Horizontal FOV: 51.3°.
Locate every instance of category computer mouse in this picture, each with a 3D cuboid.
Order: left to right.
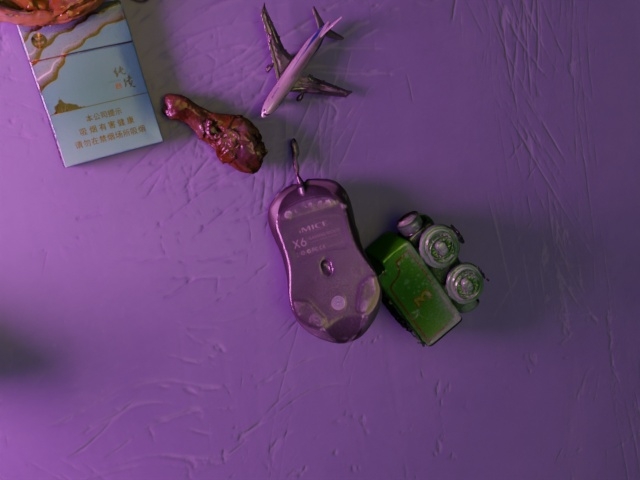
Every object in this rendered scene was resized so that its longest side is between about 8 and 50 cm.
[{"bbox_3d":[0.000,0.000,1.211,0.167,0.090,0.380,-14,89,-1],"label":"computer mouse"}]

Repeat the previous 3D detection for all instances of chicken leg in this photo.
[{"bbox_3d":[-0.177,-0.190,1.129,0.197,0.069,0.085,30,109,-17],"label":"chicken leg"}]

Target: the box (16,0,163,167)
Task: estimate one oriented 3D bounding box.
[{"bbox_3d":[-0.360,-0.246,1.048,0.162,0.041,0.229,-19,104,-20],"label":"box"}]

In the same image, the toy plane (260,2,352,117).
[{"bbox_3d":[-0.040,-0.305,1.170,0.226,0.058,0.226,40,84,-26],"label":"toy plane"}]

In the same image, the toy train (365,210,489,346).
[{"bbox_3d":[0.198,0.069,1.287,0.188,0.132,0.243,-38,110,-5],"label":"toy train"}]

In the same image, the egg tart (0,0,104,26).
[{"bbox_3d":[-0.420,-0.455,0.965,0.290,0.107,0.291,-6,103,-25],"label":"egg tart"}]
